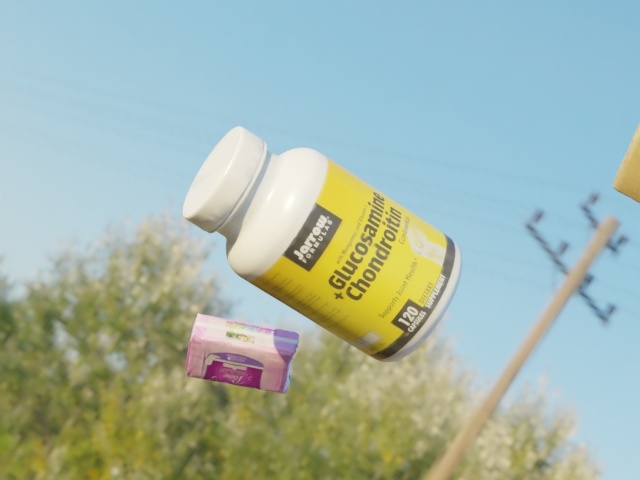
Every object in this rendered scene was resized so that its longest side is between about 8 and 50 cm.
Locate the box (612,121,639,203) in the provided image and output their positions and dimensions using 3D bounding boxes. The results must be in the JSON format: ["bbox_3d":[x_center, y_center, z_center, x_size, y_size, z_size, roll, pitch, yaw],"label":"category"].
[{"bbox_3d":[0.138,-0.117,0.345,0.021,0.164,0.201,32,-47,17],"label":"box"}]

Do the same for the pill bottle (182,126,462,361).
[{"bbox_3d":[0.000,0.000,1.111,0.184,0.103,0.103,32,-11,-17],"label":"pill bottle"}]

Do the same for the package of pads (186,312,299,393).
[{"bbox_3d":[-0.061,0.088,1.230,0.083,0.032,0.050,10,-49,-2],"label":"package of pads"}]
